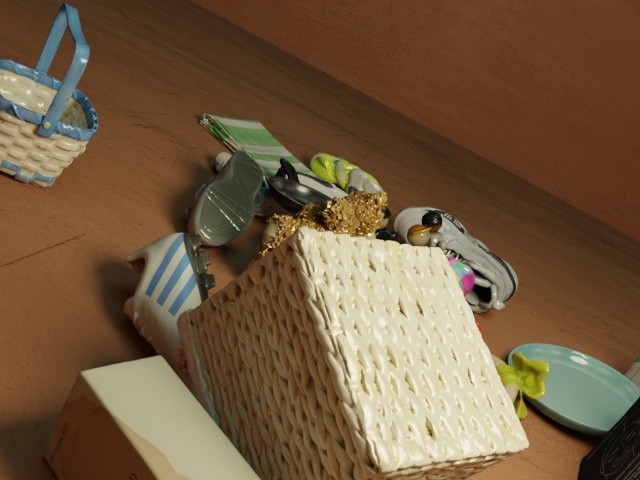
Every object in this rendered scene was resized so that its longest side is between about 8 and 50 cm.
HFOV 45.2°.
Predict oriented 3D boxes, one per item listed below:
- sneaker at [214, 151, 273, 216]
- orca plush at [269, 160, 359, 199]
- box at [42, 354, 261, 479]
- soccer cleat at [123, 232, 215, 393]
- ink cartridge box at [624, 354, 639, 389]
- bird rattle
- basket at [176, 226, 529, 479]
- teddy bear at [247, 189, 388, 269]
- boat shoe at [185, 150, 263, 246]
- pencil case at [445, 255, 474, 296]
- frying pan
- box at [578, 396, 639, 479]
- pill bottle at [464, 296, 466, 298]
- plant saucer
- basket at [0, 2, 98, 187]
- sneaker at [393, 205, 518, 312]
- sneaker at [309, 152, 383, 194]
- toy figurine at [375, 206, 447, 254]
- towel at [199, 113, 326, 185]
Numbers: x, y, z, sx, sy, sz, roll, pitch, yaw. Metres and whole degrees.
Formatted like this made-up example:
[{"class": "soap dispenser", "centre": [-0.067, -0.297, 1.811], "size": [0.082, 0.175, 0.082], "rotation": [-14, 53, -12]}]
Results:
[{"class": "sneaker", "centre": [-0.176, -0.148, 1.808], "size": [0.085, 0.086, 0.237], "rotation": [6, 31, -41]}, {"class": "orca plush", "centre": [0.004, -0.072, 1.910], "size": [0.287, 0.102, 0.151], "rotation": [22, 67, 7]}, {"class": "box", "centre": [-0.162, 0.286, 0.844], "size": [0.311, 0.148, 0.121], "rotation": [42, 26, 29]}, {"class": "soccer cleat", "centre": [-0.220, 0.135, 1.166], "size": [0.143, 0.116, 0.331], "rotation": [-17, 52, -1]}, {"class": "ink cartridge box", "centre": [0.780, 0.364, 1.714], "size": [0.121, 0.211, 0.289], "rotation": [28, 22, 1]}, {"class": "bird rattle", "centre": [0.309, 0.255, 1.505], "size": [0.253, 0.143, 0.207], "rotation": [35, 39, 20]}, {"class": "basket", "centre": [0.039, 0.193, 1.010], "size": [0.328, 0.266, 0.331], "rotation": [8, 54, -44]}, {"class": "teddy bear", "centre": [0.000, 0.000, 1.513], "size": [0.113, 0.245, 0.338], "rotation": [49, 31, 23]}, {"class": "boat shoe", "centre": [-0.207, -0.077, 1.612], "size": [0.118, 0.103, 0.320], "rotation": [42, 30, -19]}, {"class": "pencil case", "centre": [0.214, 0.121, 1.570], "size": [0.104, 0.104, 0.236], "rotation": [39, 52, 22]}, {"class": "frying pan", "centre": [-0.068, -0.117, 1.739], "size": [0.197, 0.053, 0.326], "rotation": [10, 21, -46]}, {"class": "box", "centre": [0.587, 0.419, 1.267], "size": [0.212, 0.293, 0.395], "rotation": [35, 24, 12]}, {"class": "pill bottle", "centre": [0.272, 0.096, 1.828], "size": [0.087, 0.087, 0.160], "rotation": [8, 32, -42]}, {"class": "plant saucer", "centre": [0.556, 0.328, 1.670], "size": [0.317, 0.043, 0.317], "rotation": [12, 23, -5]}, {"class": "basket", "centre": [-0.502, -0.268, 1.401], "size": [0.201, 0.289, 0.255], "rotation": [16, 28, -30]}, {"class": "sneaker", "centre": [0.331, 0.047, 1.931], "size": [0.366, 0.137, 0.210], "rotation": [36, 21, 7]}, {"class": "sneaker", "centre": [0.091, -0.183, 2.189], "size": [0.240, 0.091, 0.126], "rotation": [34, 22, 12]}, {"class": "toy figurine", "centre": [0.173, 0.004, 1.728], "size": [0.209, 0.148, 0.213], "rotation": [2, 13, 25]}, {"class": "towel", "centre": [-0.150, -0.241, 2.093], "size": [0.325, 0.038, 0.248], "rotation": [42, 25, 28]}]
